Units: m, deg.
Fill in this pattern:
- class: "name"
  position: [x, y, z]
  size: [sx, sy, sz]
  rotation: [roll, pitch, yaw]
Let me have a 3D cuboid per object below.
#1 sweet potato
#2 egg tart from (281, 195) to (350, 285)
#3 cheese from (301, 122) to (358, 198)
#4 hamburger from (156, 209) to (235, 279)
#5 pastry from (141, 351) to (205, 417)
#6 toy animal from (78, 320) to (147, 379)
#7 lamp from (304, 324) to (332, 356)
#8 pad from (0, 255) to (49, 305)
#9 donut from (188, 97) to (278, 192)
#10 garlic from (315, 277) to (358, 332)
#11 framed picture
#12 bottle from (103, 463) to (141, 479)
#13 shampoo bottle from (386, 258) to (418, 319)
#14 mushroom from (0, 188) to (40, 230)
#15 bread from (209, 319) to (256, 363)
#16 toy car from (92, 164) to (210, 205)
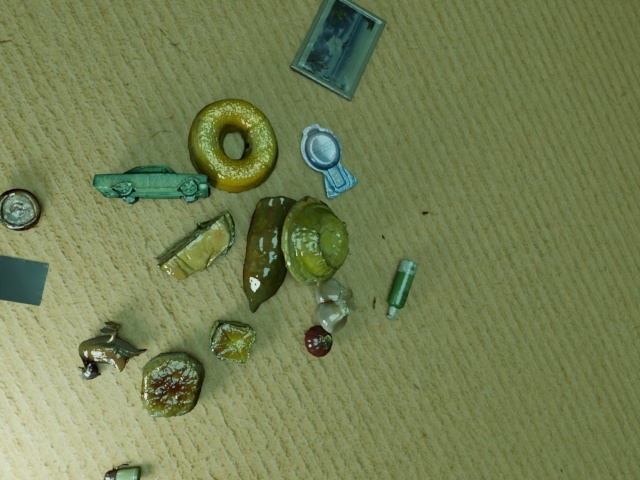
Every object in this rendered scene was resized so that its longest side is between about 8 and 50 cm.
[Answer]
- class: "sweet potato"
  position: [-0.162, 0.047, 1.453]
  size: [0.157, 0.158, 0.370]
  rotation: [11, 85, -11]
- class: "egg tart"
  position: [0.000, 0.000, 1.441]
  size: [0.290, 0.115, 0.291]
  rotation: [7, 81, -54]
- class: "cheese"
  position: [0.021, -0.268, 1.552]
  size: [0.135, 0.052, 0.245]
  rotation: [-29, 95, -9]
- class: "hamburger"
  position: [-0.362, 0.019, 1.436]
  size: [0.262, 0.124, 0.131]
  rotation: [-38, 114, -6]
- class: "pastry"
  position: [-0.440, 0.427, 1.408]
  size: [0.182, 0.093, 0.193]
  rotation: [4, 91, -13]
- class: "toy animal"
  position: [-0.615, 0.340, 1.386]
  size: [0.188, 0.089, 0.179]
  rotation: [16, 98, -10]
- class: "lamp"
  position: [-0.006, 0.322, 1.506]
  size: [0.101, 0.090, 0.101]
  rotation: [17, 64, -39]
- class: "pad"
  position: [-0.904, 0.113, 1.370]
  size: [0.190, 0.004, 0.127]
  rotation: [12, 86, -12]
- class: "donut"
  position: [-0.269, -0.304, 1.465]
  size: [0.302, 0.110, 0.303]
  rotation: [0, 88, -13]
- class: "garlic"
  position: [0.041, 0.205, 1.517]
  size: [0.124, 0.099, 0.175]
  rotation: [-10, 71, -21]
- class: "framed picture"
  position: [0.063, -0.662, 1.590]
  size: [0.231, 0.024, 0.315]
  rotation: [25, 84, -11]
- class: "bottle"
  position: [-0.588, 0.697, 1.395]
  size: [0.101, 0.047, 0.063]
  rotation: [1, 51, -7]
- class: "shampoo bottle"
  position: [0.271, 0.167, 1.584]
  size: [0.065, 0.065, 0.205]
  rotation: [21, 84, -10]
- class: "mushroom"
  position: [-0.870, -0.089, 1.359]
  size: [0.123, 0.052, 0.123]
  rotation: [-1, 95, -14]
- class: "bread"
  position: [-0.275, 0.315, 1.459]
  size: [0.140, 0.069, 0.128]
  rotation: [13, 86, -14]
- class: "toy car"
  position: [-0.491, -0.167, 1.397]
  size: [0.320, 0.141, 0.097]
  rotation: [-2, 82, -12]
